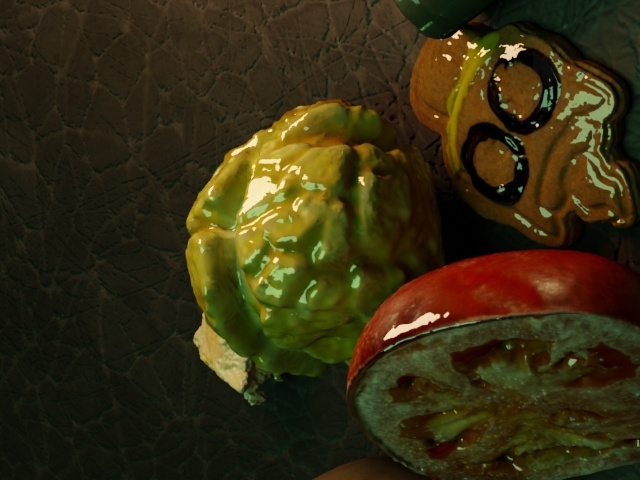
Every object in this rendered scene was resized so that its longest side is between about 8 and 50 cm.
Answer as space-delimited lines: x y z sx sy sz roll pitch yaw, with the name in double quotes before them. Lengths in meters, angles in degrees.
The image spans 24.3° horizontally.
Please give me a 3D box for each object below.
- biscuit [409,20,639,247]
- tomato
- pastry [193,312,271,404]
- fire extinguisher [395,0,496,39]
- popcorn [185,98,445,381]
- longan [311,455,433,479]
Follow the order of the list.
"biscuit" 0.198 -0.103 1.463 0.290 0.041 0.208 38 128 29
"tomato" 0.188 0.101 1.403 0.338 0.338 0.144 -42 37 43
"pastry" -0.090 0.056 1.760 0.121 0.089 0.258 25 119 31
"fire extinguisher" 0.188 -0.304 1.349 0.311 0.114 0.095 -33 41 41
"popcorn" 0.003 0.009 1.532 0.247 0.282 0.282 -97 30 -43
"longan" 0.055 0.399 1.568 0.361 0.361 0.361 17 115 40
